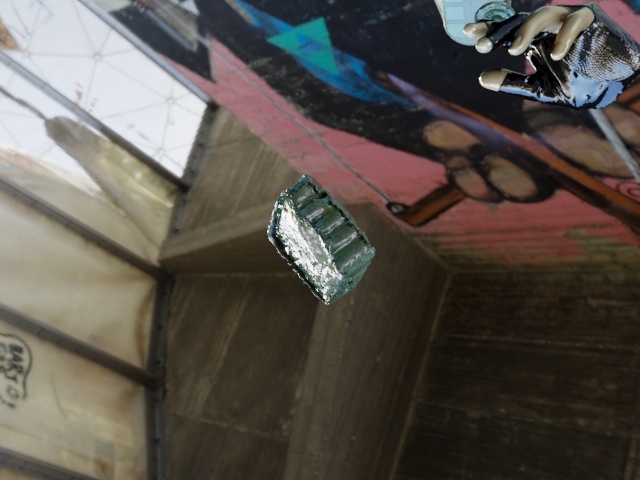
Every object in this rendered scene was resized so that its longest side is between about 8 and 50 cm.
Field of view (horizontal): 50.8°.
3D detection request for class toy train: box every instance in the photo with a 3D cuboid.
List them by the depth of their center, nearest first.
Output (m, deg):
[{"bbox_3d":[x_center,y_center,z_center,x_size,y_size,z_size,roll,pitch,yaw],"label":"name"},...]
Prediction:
[{"bbox_3d":[0.291,-0.496,1.246,0.160,0.326,0.129,6,-118,19],"label":"toy train"}]

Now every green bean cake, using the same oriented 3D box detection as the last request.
[{"bbox_3d":[0.000,0.000,1.514,0.132,0.255,0.241,-33,-106,-19],"label":"green bean cake"}]

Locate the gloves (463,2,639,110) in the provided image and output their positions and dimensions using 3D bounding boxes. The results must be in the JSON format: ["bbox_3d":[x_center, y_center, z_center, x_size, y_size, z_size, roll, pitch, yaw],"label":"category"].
[{"bbox_3d":[0.383,-0.314,1.146,0.197,0.301,0.152,121,-31,-50],"label":"gloves"}]
